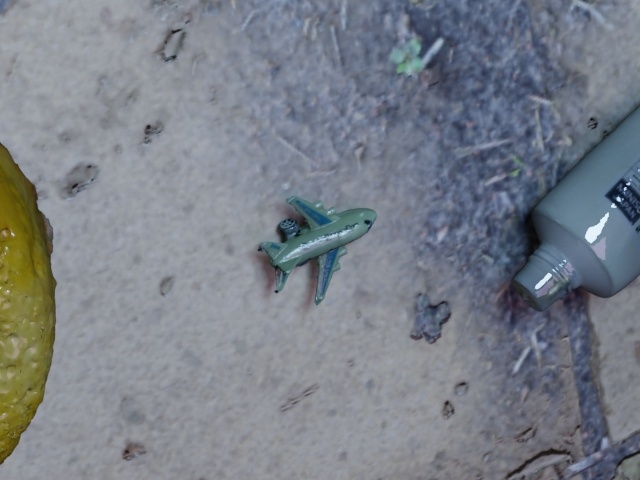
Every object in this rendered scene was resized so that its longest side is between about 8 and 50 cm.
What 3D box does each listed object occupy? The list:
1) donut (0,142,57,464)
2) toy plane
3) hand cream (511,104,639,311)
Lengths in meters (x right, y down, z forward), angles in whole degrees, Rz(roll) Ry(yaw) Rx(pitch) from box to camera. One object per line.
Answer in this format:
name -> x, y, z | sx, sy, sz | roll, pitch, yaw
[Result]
donut -> -0.270, 0.047, 1.080 | 0.277, 0.108, 0.278 | -11, 118, -22
toy plane -> -0.001, -0.001, 1.240 | 0.083, 0.033, 0.080 | -29, 122, -20
hand cream -> 0.257, -0.074, 1.326 | 0.340, 0.078, 0.124 | -42, 124, -13
